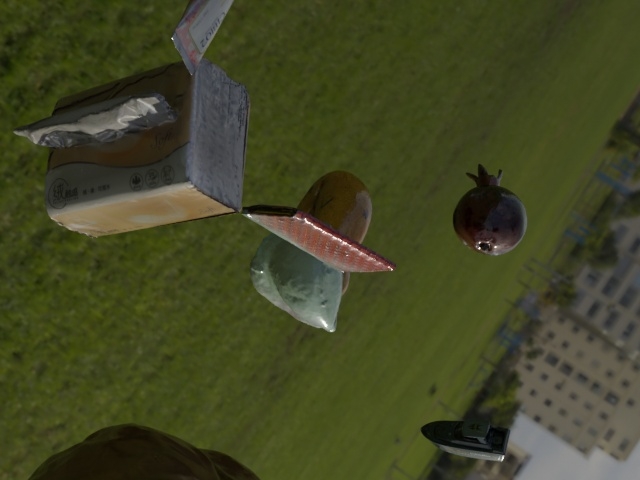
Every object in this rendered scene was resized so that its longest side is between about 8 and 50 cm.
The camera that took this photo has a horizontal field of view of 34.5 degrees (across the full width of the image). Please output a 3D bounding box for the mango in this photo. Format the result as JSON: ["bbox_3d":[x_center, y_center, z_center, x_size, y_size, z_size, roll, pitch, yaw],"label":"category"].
[{"bbox_3d":[0.015,-0.017,2.124,0.120,0.177,0.295,46,47,-39],"label":"mango"}]

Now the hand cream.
[{"bbox_3d":[-0.095,-0.269,1.039,0.067,0.043,0.209,68,42,-65],"label":"hand cream"}]

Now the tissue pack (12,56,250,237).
[{"bbox_3d":[-0.289,-0.145,1.551,0.238,0.305,0.238,17,69,-54],"label":"tissue pack"}]

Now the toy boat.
[{"bbox_3d":[0.229,0.314,1.649,0.055,0.141,0.060,-64,154,-47],"label":"toy boat"}]

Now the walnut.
[{"bbox_3d":[-0.231,0.408,1.275,0.398,0.354,0.308,-42,-149,33],"label":"walnut"}]

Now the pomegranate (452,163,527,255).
[{"bbox_3d":[0.290,-0.055,1.763,0.129,0.129,0.159,18,74,-77],"label":"pomegranate"}]

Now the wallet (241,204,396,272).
[{"bbox_3d":[0.000,0.000,1.322,0.196,0.103,0.020,31,70,-40],"label":"wallet"}]

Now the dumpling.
[{"bbox_3d":[-0.027,0.056,1.683,0.105,0.149,0.216,-33,125,-36],"label":"dumpling"}]
